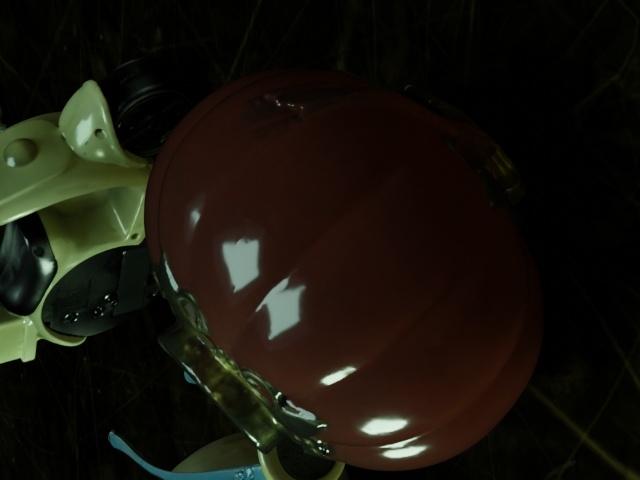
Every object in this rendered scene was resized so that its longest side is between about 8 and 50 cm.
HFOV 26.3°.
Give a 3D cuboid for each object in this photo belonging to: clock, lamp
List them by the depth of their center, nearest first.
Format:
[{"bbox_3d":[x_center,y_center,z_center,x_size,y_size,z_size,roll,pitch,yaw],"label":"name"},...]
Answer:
[{"bbox_3d":[0.016,0.020,0.942,0.303,0.257,0.303,44,172,7],"label":"lamp"},{"bbox_3d":[-0.278,-0.020,1.466,0.120,0.276,0.379,54,148,33],"label":"clock"}]

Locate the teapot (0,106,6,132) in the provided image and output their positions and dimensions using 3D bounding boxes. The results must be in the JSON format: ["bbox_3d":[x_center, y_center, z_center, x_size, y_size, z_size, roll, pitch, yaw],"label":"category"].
[{"bbox_3d":[-0.497,-0.190,2.014,0.063,0.049,0.083,-38,69,59],"label":"teapot"}]

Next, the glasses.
[{"bbox_3d":[-0.063,0.128,1.126,0.220,0.189,0.088,6,119,30],"label":"glasses"}]

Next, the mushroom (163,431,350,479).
[{"bbox_3d":[-0.030,0.349,1.193,0.362,0.294,0.362,6,-90,-88],"label":"mushroom"}]
